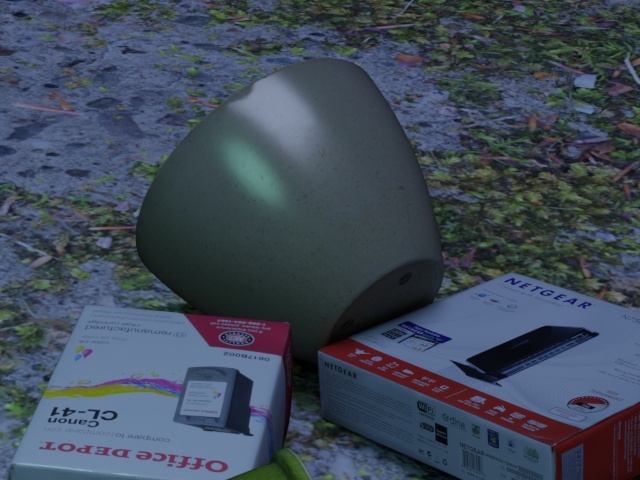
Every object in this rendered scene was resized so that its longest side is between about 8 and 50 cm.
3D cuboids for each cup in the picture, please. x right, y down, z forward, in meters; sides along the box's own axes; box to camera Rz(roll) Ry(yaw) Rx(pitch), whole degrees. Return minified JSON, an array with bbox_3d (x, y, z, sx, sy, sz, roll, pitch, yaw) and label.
[{"bbox_3d":[0.000,0.000,2.002,0.331,0.331,0.237,-20,56,-38],"label":"cup"}]

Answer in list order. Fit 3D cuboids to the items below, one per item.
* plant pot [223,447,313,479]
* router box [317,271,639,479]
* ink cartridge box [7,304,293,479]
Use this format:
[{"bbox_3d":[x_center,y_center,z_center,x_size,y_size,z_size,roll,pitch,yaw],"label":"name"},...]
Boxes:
[{"bbox_3d":[-0.140,0.364,1.234,0.353,0.366,0.366,-15,30,-10],"label":"plant pot"},{"bbox_3d":[0.217,0.148,1.886,0.301,0.082,0.335,-20,26,-38],"label":"router box"},{"bbox_3d":[-0.155,0.194,1.757,0.226,0.131,0.306,5,26,4],"label":"ink cartridge box"}]
